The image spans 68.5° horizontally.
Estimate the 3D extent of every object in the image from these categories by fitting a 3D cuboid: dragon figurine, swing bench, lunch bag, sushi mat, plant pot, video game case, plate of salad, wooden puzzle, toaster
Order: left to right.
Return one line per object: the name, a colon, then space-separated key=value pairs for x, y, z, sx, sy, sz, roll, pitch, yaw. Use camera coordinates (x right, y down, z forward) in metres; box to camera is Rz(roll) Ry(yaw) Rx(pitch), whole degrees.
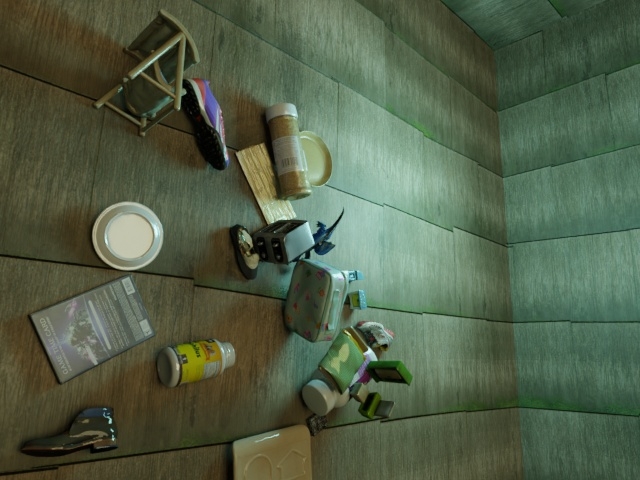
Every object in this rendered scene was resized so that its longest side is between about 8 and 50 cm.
video game case: x=-0.609 y=0.233 z=1.281 sx=0.274 sy=0.026 sz=0.196 roll=-26 pitch=100 yaw=-43
plate of salad: x=-0.559 y=-0.013 z=1.366 sx=0.199 sy=0.048 sz=0.200 roll=0 pitch=91 yaw=-39
swing bench: x=-0.497 y=-0.484 z=1.381 sx=0.165 sy=0.253 sz=0.255 roll=33 pitch=61 yaw=-36
sushi mat: x=-0.203 y=-0.208 z=1.776 sx=0.151 sy=0.019 sz=0.317 roll=-34 pitch=105 yaw=-42
wooden puzzle: x=-0.162 y=0.820 z=1.563 sx=0.322 sy=0.080 sz=0.348 roll=6 pitch=73 yaw=-44
toaster: x=-0.125 y=0.002 z=1.692 sx=0.185 sy=0.168 sz=0.110 roll=-34 pitch=119 yaw=-42
plant pot: x=-0.043 y=-0.335 z=1.949 sx=0.236 sy=0.032 sz=0.237 roll=12 pitch=72 yaw=-42
lunch bag: x=-0.015 y=0.220 z=1.688 sx=0.107 sy=0.224 sz=0.279 roll=3 pitch=103 yaw=-46
dragon figurine: x=0.000 y=0.000 z=1.803 sx=0.085 sy=0.289 sz=0.144 roll=50 pitch=13 yaw=-28

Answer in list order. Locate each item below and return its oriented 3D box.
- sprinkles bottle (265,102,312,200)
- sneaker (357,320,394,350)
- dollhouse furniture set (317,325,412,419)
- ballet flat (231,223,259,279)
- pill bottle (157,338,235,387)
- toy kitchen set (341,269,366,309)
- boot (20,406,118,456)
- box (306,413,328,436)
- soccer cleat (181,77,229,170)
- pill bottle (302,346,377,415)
sprinkles bottle: x=-0.122 y=-0.336 z=1.795 sx=0.121 sy=0.121 sz=0.356 roll=-5 pitch=82 yaw=-45
sneaker: x=0.239 y=0.410 z=2.029 sx=0.225 sy=0.088 sz=0.093 roll=36 pitch=60 yaw=-34
dollhouse furniture set: x=0.161 y=0.464 z=1.655 sx=0.302 sy=0.151 sz=0.198 roll=53 pitch=50 yaw=-23
ballet flat: x=-0.255 y=0.039 z=1.636 sx=0.074 sy=0.074 sz=0.203 roll=-23 pitch=98 yaw=-45
pill bottle: x=-0.370 y=0.364 z=1.420 sx=0.214 sy=0.117 sz=0.117 roll=-1 pitch=82 yaw=-45
toy kitchen set: x=0.113 y=0.207 z=1.923 sx=0.207 sy=0.122 sz=0.166 roll=0 pitch=82 yaw=-44
boot: x=-0.628 y=0.483 z=1.192 sx=0.219 sy=0.082 sz=0.106 roll=15 pitch=50 yaw=-37
box: x=-0.012 y=0.685 z=1.773 sx=0.083 sy=0.018 sz=0.067 roll=-22 pitch=97 yaw=-45
soccer cleat: x=-0.369 y=-0.397 z=1.596 sx=0.116 sy=0.108 sz=0.318 roll=-30 pitch=100 yaw=-48
pill bottle: x=0.074 y=0.523 z=1.785 sx=0.301 sy=0.169 sz=0.169 roll=-28 pitch=101 yaw=-43
